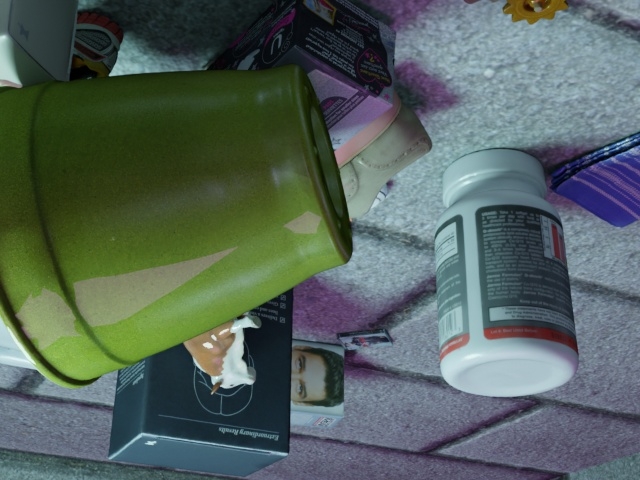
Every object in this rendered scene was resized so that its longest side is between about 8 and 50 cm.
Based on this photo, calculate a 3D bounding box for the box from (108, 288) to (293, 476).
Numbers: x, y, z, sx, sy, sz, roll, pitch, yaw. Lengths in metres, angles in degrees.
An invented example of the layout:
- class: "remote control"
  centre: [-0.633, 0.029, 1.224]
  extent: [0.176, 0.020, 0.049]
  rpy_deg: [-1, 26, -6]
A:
- class: "box"
  centre: [-0.228, 0.237, 1.863]
  extent: [0.294, 0.395, 0.212]
  rpy_deg: [15, 149, -24]

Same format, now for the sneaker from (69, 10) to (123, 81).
- class: "sneaker"
  centre: [-0.377, -0.240, 1.267]
  extent: [0.225, 0.092, 0.088]
  rpy_deg: [-8, 151, 18]

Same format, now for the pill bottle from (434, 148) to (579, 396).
- class: "pill bottle"
  centre: [0.290, 0.049, 1.514]
  extent: [0.210, 0.363, 0.210]
  rpy_deg: [1, 152, 1]

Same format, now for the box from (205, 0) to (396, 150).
- class: "box"
  centre: [-0.037, -0.198, 1.252]
  extent: [0.163, 0.142, 0.247]
  rpy_deg: [27, 141, -28]

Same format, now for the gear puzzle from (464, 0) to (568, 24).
- class: "gear puzzle"
  centre: [0.215, -0.355, 1.090]
  extent: [0.175, 0.044, 0.339]
  rpy_deg: [-17, 151, 28]

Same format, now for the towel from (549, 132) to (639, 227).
- class: "towel"
  centre: [0.575, -0.114, 1.544]
  extent: [0.243, 0.040, 0.336]
  rpy_deg: [24, 145, -39]

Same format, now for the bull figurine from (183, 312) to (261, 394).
- class: "bull figurine"
  centre: [-0.200, 0.125, 1.681]
  extent: [0.188, 0.101, 0.310]
  rpy_deg: [-37, 92, 29]

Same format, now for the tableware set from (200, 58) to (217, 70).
- class: "tableware set"
  centre: [-0.152, -0.209, 1.400]
  extent: [0.169, 0.020, 0.141]
  rpy_deg: [-16, 149, 29]

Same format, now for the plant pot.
- class: "plant pot"
  centre: [-0.158, -0.048, 1.099]
  extent: [0.353, 0.366, 0.366]
  rpy_deg: [-15, 150, 8]

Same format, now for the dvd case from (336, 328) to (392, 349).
- class: "dvd case"
  centre: [0.107, 0.239, 2.273]
  extent: [0.119, 0.013, 0.087]
  rpy_deg: [-6, 152, 15]

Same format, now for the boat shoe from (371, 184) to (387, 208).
- class: "boat shoe"
  centre: [0.020, -0.042, 1.659]
  extent: [0.226, 0.075, 0.083]
  rpy_deg: [-18, 147, 33]

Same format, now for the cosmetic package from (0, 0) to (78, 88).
- class: "cosmetic package"
  centre: [-0.469, -0.252, 1.186]
  extent: [0.296, 0.153, 0.129]
  rpy_deg: [-7, 154, 18]

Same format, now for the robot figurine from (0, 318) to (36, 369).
- class: "robot figurine"
  centre: [-0.551, 0.118, 1.819]
  extent: [0.353, 0.200, 0.300]
  rpy_deg: [17, 107, -5]

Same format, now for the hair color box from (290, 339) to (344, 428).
- class: "hair color box"
  centre: [-0.134, 0.334, 2.276]
  extent: [0.374, 0.185, 0.113]
  rpy_deg: [9, 151, -16]

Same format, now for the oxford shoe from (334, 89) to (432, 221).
- class: "oxford shoe"
  centre: [-0.006, -0.057, 1.408]
  extent: [0.397, 0.140, 0.146]
  rpy_deg: [-39, 120, 19]
